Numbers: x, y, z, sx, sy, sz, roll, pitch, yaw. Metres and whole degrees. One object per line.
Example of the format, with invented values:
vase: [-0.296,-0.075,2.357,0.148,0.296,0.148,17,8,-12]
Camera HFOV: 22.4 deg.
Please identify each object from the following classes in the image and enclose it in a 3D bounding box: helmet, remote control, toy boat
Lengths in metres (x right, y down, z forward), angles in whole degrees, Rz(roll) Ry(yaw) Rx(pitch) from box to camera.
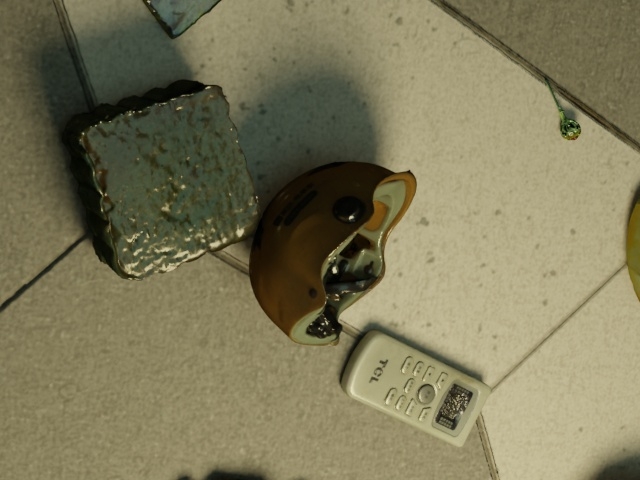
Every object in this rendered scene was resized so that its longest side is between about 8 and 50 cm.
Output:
helmet: [0.000,0.000,1.775,0.130,0.198,0.224,28,76,13]
remote control: [0.114,0.177,1.938,0.190,0.029,0.088,28,89,-27]
toy boat: [-0.133,-0.273,1.727,0.115,0.016,0.063,-41,115,-11]
toy boat: [0.421,0.006,2.020,0.066,0.065,0.172,-6,108,-43]

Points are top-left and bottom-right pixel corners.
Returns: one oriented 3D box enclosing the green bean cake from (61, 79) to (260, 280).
green bean cake: [-0.172,-0.067,1.716,0.173,0.094,0.181,-22,110,-19]

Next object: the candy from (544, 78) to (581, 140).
candy: [0.290,-0.159,1.945,0.083,0.025,0.023,65,31,-14]
